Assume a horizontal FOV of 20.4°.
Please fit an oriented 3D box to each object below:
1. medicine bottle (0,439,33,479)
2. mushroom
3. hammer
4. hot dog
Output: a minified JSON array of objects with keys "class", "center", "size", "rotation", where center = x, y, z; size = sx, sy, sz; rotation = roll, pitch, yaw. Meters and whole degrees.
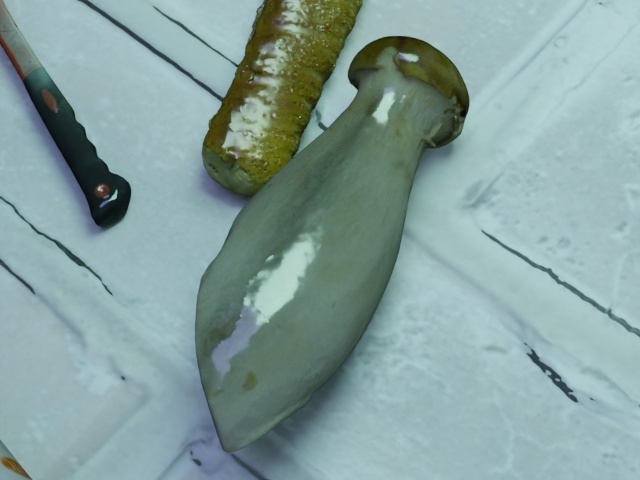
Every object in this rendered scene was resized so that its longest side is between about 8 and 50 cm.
[{"class":"medicine bottle","center":[-0.280,0.207,1.170],"size":[0.202,0.202,0.316],"rotation":[-38,65,-12]},{"class":"mushroom","center":[0.000,0.000,1.287],"size":[0.128,0.128,0.350],"rotation":[23,66,17]},{"class":"hammer","center":[-0.228,-0.128,1.431],"size":[0.111,0.033,0.287],"rotation":[-30,64,-9]},{"class":"hot dog","center":[-0.019,-0.166,1.407],"size":[0.083,0.068,0.289],"rotation":[17,65,7]}]
